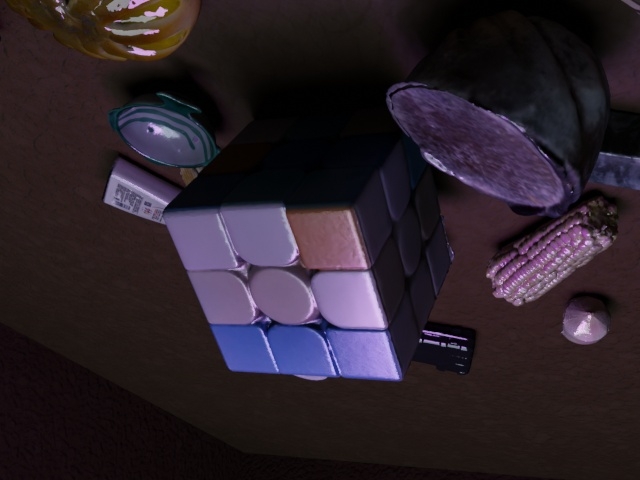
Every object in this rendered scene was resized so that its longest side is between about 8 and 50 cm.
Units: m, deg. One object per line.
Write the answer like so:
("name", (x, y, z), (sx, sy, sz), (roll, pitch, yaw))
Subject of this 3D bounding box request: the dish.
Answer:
("dish", (-0.275, -0.226, 1.460), (0.224, 0.078, 0.246), (22, 153, -14))

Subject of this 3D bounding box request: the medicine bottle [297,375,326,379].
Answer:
("medicine bottle", (0.003, 0.139, 1.730), (0.124, 0.324, 0.179), (14, 153, 1))

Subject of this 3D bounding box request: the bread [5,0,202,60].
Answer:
("bread", (-0.338, -0.375, 1.129), (0.333, 0.160, 0.333), (13, 154, 7))

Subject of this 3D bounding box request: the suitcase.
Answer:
("suitcase", (0.275, 0.284, 2.141), (0.286, 0.066, 0.206), (9, 152, 12))

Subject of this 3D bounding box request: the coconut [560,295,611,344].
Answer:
("coconut", (0.589, 0.176, 1.742), (0.110, 0.110, 0.124), (9, 159, 12))

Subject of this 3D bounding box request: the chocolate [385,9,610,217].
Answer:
("chocolate", (0.269, -0.199, 1.089), (0.303, 0.213, 0.303), (35, 172, 5))

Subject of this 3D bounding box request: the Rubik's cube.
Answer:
("Rubik's cube", (0.000, 0.000, 1.342), (0.344, 0.346, 0.347), (-3, 121, 27))

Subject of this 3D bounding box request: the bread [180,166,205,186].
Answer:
("bread", (-0.196, -0.044, 1.644), (0.207, 0.056, 0.286), (26, 143, 46))

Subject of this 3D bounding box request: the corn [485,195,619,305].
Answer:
("corn", (0.451, 0.023, 1.524), (0.127, 0.126, 0.335), (23, 148, -14))

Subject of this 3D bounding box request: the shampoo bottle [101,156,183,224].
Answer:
("shampoo bottle", (-0.345, -0.086, 1.769), (0.284, 0.071, 0.153), (21, 150, -15))

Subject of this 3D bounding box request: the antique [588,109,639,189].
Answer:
("antique", (0.469, -0.142, 1.227), (0.183, 0.088, 0.086), (11, 153, 9))

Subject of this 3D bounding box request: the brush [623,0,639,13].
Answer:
("brush", (0.286, -0.358, 0.964), (0.313, 0.072, 0.067), (20, 175, -16))
